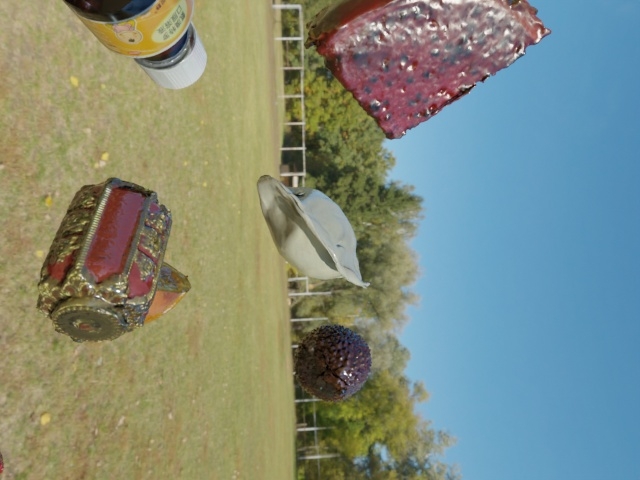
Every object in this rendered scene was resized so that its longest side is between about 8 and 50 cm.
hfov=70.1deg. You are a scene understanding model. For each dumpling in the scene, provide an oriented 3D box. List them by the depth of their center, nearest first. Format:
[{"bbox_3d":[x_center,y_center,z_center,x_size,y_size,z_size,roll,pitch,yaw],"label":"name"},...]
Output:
[{"bbox_3d":[-0.001,-0.003,1.023,0.260,0.181,0.341,41,-30,41],"label":"dumpling"}]

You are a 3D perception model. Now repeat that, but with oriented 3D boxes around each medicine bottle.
[{"bbox_3d":[-0.385,-0.510,1.022,0.395,0.243,0.242,37,50,-83],"label":"medicine bottle"}]

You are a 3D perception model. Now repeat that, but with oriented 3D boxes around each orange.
[{"bbox_3d":[-0.484,0.095,1.150,0.310,0.274,0.274,-36,133,-50],"label":"orange"}]

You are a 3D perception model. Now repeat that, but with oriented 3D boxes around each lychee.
[{"bbox_3d":[0.031,0.282,1.071,0.188,0.188,0.188,178,-90,-86],"label":"lychee"}]

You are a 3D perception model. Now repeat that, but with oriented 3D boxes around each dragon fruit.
[{"bbox_3d":[0.077,-0.176,0.369,0.127,0.161,0.120,45,25,-43],"label":"dragon fruit"}]

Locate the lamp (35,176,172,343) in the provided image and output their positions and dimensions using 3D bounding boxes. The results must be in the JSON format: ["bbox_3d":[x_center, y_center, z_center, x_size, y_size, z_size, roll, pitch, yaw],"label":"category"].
[{"bbox_3d":[-0.341,0.025,0.738,0.177,0.177,0.274,92,-4,-49],"label":"lamp"}]

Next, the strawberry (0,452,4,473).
[{"bbox_3d":[-0.854,0.523,1.017,0.288,0.250,0.238,135,-39,-56],"label":"strawberry"}]
